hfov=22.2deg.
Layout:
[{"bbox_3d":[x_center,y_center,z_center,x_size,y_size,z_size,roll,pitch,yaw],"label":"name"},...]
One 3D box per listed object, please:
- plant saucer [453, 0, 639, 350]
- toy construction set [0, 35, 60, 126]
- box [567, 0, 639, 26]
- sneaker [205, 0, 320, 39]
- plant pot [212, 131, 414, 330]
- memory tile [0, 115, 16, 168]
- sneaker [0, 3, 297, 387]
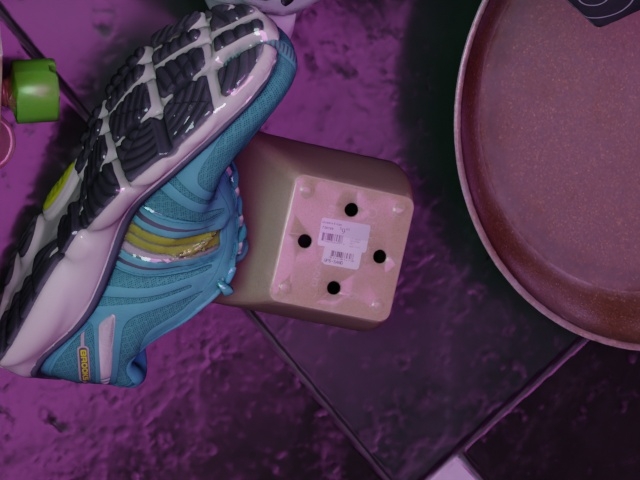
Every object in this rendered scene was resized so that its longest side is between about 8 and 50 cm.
[{"bbox_3d":[0.221,-0.085,1.028,0.310,0.050,0.311,-4,102,-17],"label":"plant saucer"},{"bbox_3d":[-0.242,0.007,0.842,0.237,0.257,0.309,-8,125,-21],"label":"toy construction set"},{"bbox_3d":[0.113,-0.241,0.757,0.247,0.142,0.163,31,50,-38],"label":"box"},{"bbox_3d":[-0.049,-0.279,0.904,0.137,0.210,0.366,-5,64,-15],"label":"sneaker"},{"bbox_3d":[0.000,0.000,0.965,0.109,0.096,0.109,12,94,-16],"label":"plant pot"},{"bbox_3d":[-0.260,-0.058,0.932,0.148,0.012,0.113,34,87,-16],"label":"memory tile"},{"bbox_3d":[-0.086,-0.018,0.903,0.110,0.107,0.275,20,128,-24],"label":"sneaker"}]
